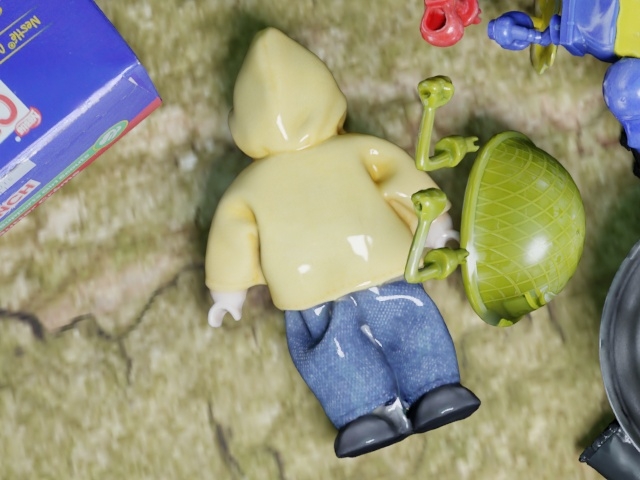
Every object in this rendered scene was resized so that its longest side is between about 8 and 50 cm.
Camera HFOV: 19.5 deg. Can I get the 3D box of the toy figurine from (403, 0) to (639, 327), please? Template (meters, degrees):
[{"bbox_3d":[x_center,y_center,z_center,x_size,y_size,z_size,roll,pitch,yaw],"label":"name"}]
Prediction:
[{"bbox_3d":[0.196,-0.126,1.139,0.217,0.191,0.362,3,83,27],"label":"toy figurine"}]

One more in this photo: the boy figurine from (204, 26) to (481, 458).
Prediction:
[{"bbox_3d":[0.000,0.000,1.227,0.177,0.092,0.285,-24,79,3],"label":"boy figurine"}]

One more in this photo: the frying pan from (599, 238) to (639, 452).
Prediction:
[{"bbox_3d":[0.329,0.069,1.098,0.326,0.053,0.197,6,81,15],"label":"frying pan"}]

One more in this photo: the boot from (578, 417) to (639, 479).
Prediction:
[{"bbox_3d":[0.208,0.167,1.201,0.121,0.045,0.099,-43,82,-8],"label":"boot"}]

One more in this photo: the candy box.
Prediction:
[{"bbox_3d":[-0.307,-0.140,1.267,0.268,0.122,0.317,-38,78,-1],"label":"candy box"}]

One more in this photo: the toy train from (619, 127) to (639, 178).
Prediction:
[{"bbox_3d":[0.237,-0.010,1.227,0.027,0.036,0.158,-23,80,3],"label":"toy train"}]
